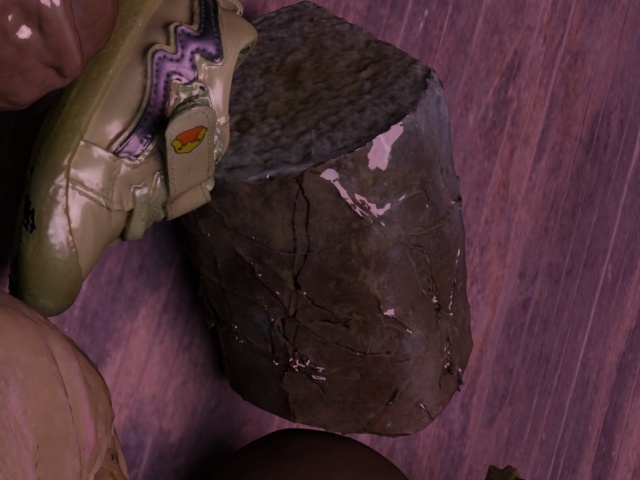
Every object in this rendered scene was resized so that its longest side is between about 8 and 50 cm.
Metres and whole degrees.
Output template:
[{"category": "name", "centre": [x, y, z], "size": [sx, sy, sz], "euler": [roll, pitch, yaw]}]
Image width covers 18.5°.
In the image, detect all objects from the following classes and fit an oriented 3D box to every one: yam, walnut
[{"category": "yam", "centre": [-0.002, 0.003, 1.432], "size": [0.201, 0.202, 0.271], "euler": [-34, 128, -21]}, {"category": "walnut", "centre": [-0.191, -0.156, 1.164], "size": [0.140, 0.140, 0.162], "euler": [-52, 128, -36]}]

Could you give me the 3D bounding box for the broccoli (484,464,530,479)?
[{"category": "broccoli", "centre": [0.145, 0.359, 1.650], "size": [0.272, 0.334, 0.324], "euler": [-94, -175, -48]}]

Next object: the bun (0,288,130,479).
[{"category": "bun", "centre": [-0.222, 0.178, 1.115], "size": [0.362, 0.234, 0.326], "euler": [-22, 109, -59]}]

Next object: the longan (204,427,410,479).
[{"category": "longan", "centre": [-0.009, 0.258, 1.430], "size": [0.248, 0.248, 0.248], "euler": [-17, 111, -53]}]

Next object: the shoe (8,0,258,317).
[{"category": "shoe", "centre": [-0.123, -0.072, 1.259], "size": [0.140, 0.128, 0.262], "euler": [92, 13, -63]}]
